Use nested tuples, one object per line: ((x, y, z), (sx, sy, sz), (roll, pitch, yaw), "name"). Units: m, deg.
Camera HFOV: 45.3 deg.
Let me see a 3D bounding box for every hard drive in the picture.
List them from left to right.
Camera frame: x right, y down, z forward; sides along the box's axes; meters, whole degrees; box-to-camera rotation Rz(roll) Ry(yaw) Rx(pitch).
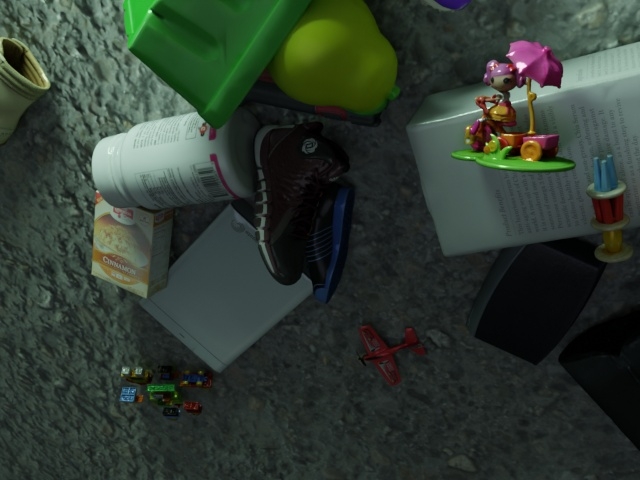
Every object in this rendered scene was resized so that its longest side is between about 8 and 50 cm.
((-0.187, 0.100, 1.542), (0.233, 0.047, 0.353), (43, 123, -7), "hard drive")
((0.371, 0.099, 1.334), (0.171, 0.054, 0.255), (25, 124, 5), "hard drive")

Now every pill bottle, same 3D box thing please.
((-0.251, -0.139, 1.360), (0.282, 0.160, 0.161), (-6, 116, 23), "pill bottle")

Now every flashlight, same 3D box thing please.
((-0.041, -0.263, 1.258), (0.303, 0.103, 0.103), (16, 127, 16), "flashlight")

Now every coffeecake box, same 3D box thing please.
((-0.372, 0.000, 1.513), (0.142, 0.068, 0.186), (21, 116, 20), "coffeecake box")

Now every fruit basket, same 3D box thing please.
((-0.053, -0.333, 1.109), (0.391, 0.283, 0.392), (-9, 130, -11), "fruit basket")

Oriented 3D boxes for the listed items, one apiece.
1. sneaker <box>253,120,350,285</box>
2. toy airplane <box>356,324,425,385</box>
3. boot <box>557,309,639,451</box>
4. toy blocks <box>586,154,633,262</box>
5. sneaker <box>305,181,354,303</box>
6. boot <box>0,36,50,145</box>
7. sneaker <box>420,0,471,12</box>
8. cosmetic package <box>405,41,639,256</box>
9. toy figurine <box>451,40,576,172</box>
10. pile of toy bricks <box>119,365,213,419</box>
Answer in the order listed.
((-0.023, -0.072, 1.286), (0.162, 0.106, 0.282), (-10, 82, 26), "sneaker")
((0.138, 0.213, 1.500), (0.151, 0.028, 0.151), (9, 122, 14), "toy airplane")
((0.568, 0.359, 1.355), (0.367, 0.146, 0.445), (-36, 105, 24), "boot")
((0.427, -0.048, 1.036), (0.123, 0.054, 0.148), (-5, 117, 23), "toy blocks")
((0.000, 0.000, 1.397), (0.090, 0.081, 0.232), (16, 112, 17), "sneaker")
((-0.651, -0.326, 1.436), (0.203, 0.095, 0.262), (-35, 104, 32), "boot")
((0.145, -0.458, 1.048), (0.146, 0.102, 0.293), (-22, 110, 46), "sneaker")
((0.381, -0.139, 1.130), (0.452, 0.161, 0.230), (-10, 114, 24), "cosmetic package")
((0.256, -0.181, 1.011), (0.173, 0.130, 0.159), (14, 110, 41), "toy figurine")
((-0.341, 0.347, 1.717), (0.212, 0.118, 0.105), (0, 151, 10), "pile of toy bricks")
